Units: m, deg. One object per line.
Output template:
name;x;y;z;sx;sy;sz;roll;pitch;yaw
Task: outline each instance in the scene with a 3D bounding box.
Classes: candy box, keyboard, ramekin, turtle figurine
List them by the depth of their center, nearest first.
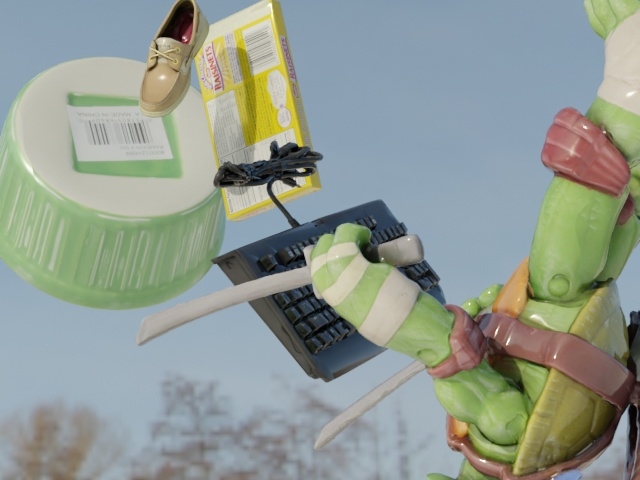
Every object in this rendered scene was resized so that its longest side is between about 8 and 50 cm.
turtle figurine;0.069;0.006;0.791;0.198;0.266;0.275;35;-5;-33
keyboard;0.000;0.000;1.266;0.033;0.201;0.317;-43;-8;20
candy box;-0.067;-0.131;1.623;0.105;0.206;0.027;-21;-17;30
ramekin;-0.249;-0.080;1.934;0.303;0.303;0.148;4;-40;-16

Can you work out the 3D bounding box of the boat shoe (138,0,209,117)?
boat shoe;-0.147;-0.179;1.556;0.050;0.135;0.045;5;-35;15
